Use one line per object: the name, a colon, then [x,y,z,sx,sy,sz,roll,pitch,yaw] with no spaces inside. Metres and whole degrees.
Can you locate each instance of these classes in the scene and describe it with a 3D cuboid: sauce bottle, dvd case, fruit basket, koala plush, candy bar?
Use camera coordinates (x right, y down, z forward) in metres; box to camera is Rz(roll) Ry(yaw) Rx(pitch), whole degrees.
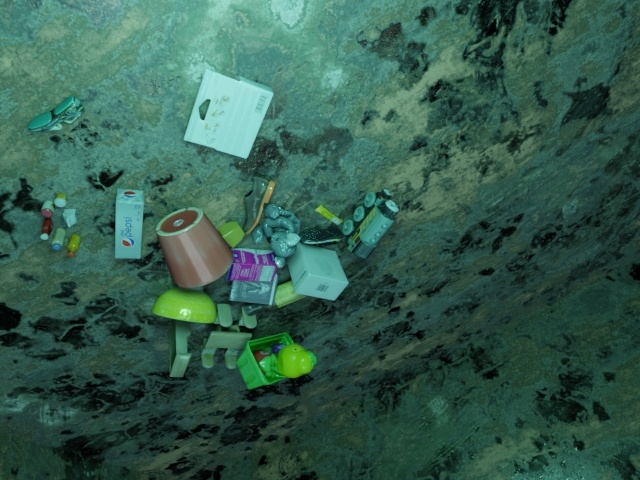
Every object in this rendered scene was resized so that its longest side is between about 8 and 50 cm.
sauce bottle: [-0.218,0.287,2.137,0.345,0.111,0.111,-21,134,-1]
dvd case: [-0.322,0.224,2.038,0.221,0.018,0.164,9,100,-15]
fruit basket: [-0.207,0.631,2.253,0.392,0.282,0.392,-27,160,-11]
koala plush: [-0.163,-0.010,1.812,0.203,0.221,0.196,17,122,-32]
candy bar: [0.043,-0.114,1.934,0.040,0.018,0.161,-40,132,22]

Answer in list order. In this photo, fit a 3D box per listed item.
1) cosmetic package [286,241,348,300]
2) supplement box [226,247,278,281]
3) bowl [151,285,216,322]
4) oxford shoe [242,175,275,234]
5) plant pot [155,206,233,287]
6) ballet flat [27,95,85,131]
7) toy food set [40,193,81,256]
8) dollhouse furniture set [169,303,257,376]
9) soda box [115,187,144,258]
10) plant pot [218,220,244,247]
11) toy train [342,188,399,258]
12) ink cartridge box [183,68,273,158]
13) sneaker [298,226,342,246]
cosmetic package: [-0.019,0.147,2.003,0.224,0.224,0.138,16,126,-30]
supplement box: [-0.320,0.114,1.943,0.220,0.111,0.113,5,128,-25]
bowl: [-0.612,0.277,1.931,0.290,0.289,0.155,15,82,-30]
oxford shoe: [-0.281,-0.148,1.750,0.098,0.097,0.271,22,115,-14]
plant pot: [-0.522,0.017,1.697,0.275,0.275,0.243,-19,125,-3]
ballet flat: [-0.837,-0.388,1.340,0.189,0.070,0.070,-26,134,8]
toy food set: [-0.973,-0.051,1.561,0.111,0.104,0.232,-2,131,-19]
dollhouse furniture set: [-0.552,0.536,2.139,0.394,0.256,0.362,10,127,-27]
soda box: [-0.750,-0.061,1.643,0.098,0.091,0.286,2,130,-23]
plant pot: [-0.378,-0.035,1.814,0.083,0.081,0.081,-37,134,-3]
toy train: [0.230,-0.073,1.919,0.142,0.190,0.334,18,122,-33]
ink cartridge box: [-0.327,-0.444,1.475,0.239,0.060,0.275,12,126,-28]
sneaker: [0.000,0.000,1.966,0.235,0.084,0.097,-3,141,-29]
